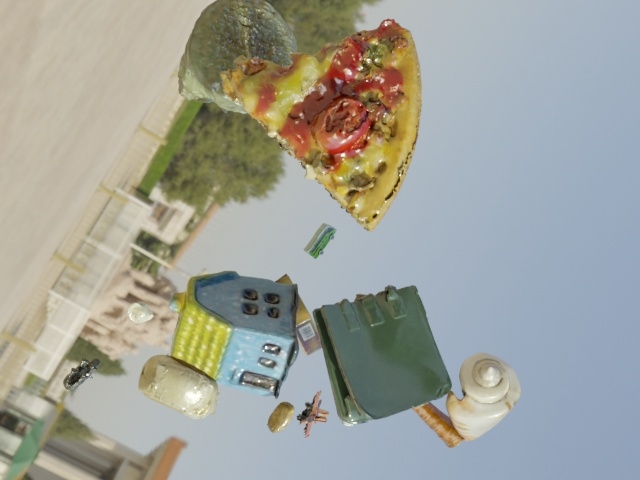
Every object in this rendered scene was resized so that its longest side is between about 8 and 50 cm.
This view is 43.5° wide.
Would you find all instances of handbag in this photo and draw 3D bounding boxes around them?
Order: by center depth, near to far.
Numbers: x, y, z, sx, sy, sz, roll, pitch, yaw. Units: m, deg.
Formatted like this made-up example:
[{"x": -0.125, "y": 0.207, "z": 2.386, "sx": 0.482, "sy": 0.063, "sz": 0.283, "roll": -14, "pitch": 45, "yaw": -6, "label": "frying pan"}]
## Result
[{"x": 0.123, "y": 0.228, "z": 1.642, "sx": 0.079, "sy": 0.247, "sz": 0.260, "roll": -39, "pitch": -115, "yaw": 53, "label": "handbag"}]

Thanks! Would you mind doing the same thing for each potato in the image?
[{"x": -0.092, "y": 0.416, "z": 1.884, "sx": 0.083, "sy": 0.040, "sz": 0.051, "roll": -51, "pitch": -124, "yaw": 7, "label": "potato"}]

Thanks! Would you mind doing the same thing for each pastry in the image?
[{"x": -0.265, "y": 0.274, "z": 1.511, "sx": 0.088, "sy": 0.165, "sz": 0.166, "roll": -65, "pitch": -167, "yaw": -8, "label": "pastry"}]

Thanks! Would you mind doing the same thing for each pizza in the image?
[{"x": -0.002, "y": -0.259, "z": 1.574, "sx": 0.130, "sy": 0.406, "sz": 0.440, "roll": 137, "pitch": -37, "yaw": -75, "label": "pizza"}]

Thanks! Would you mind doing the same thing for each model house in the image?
[{"x": -0.213, "y": 0.208, "z": 1.886, "sx": 0.216, "sy": 0.303, "sz": 0.237, "roll": -87, "pitch": -165, "yaw": -48, "label": "model house"}]

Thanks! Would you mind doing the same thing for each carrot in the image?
[{"x": 0.235, "y": 0.383, "z": 1.819, "sx": 0.057, "sy": 0.224, "sz": 0.057, "roll": -46, "pitch": -171, "yaw": 9, "label": "carrot"}]

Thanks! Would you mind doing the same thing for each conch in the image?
[{"x": 0.356, "y": 0.349, "z": 1.703, "sx": 0.127, "sy": 0.255, "sz": 0.158, "roll": 25, "pitch": -122, "yaw": 36, "label": "conch"}]

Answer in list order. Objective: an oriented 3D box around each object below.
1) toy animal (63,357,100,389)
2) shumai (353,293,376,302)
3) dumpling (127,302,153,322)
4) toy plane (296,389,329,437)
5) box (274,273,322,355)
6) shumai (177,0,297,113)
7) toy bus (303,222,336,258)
[{"x": -0.574, "y": 0.319, "z": 1.940, "sx": 0.065, "sy": 0.047, "sz": 0.136, "roll": -51, "pitch": -179, "yaw": 18, "label": "toy animal"}, {"x": 0.156, "y": 0.270, "z": 2.000, "sx": 0.222, "sy": 0.261, "sz": 0.225, "roll": -43, "pitch": -142, "yaw": -24, "label": "shumai"}, {"x": -0.537, "y": 0.214, "z": 2.381, "sx": 0.057, "sy": 0.052, "sz": 0.076, "roll": -22, "pitch": 167, "yaw": 13, "label": "dumpling"}, {"x": -0.035, "y": 0.478, "z": 2.181, "sx": 0.188, "sy": 0.062, "sz": 0.135, "roll": 9, "pitch": 95, "yaw": -64, "label": "toy plane"}, {"x": -0.066, "y": 0.215, "z": 2.277, "sx": 0.071, "sy": 0.159, "sz": 0.240, "roll": -30, "pitch": 153, "yaw": -6, "label": "box"}, {"x": -0.280, "y": -0.515, "z": 2.400, "sx": 0.323, "sy": 0.324, "sz": 0.397, "roll": -26, "pitch": -146, "yaw": 51, "label": "shumai"}, {"x": 0.000, "y": 0.000, "z": 1.827, "sx": 0.083, "sy": 0.037, "sz": 0.031, "roll": -55, "pitch": -149, "yaw": 0, "label": "toy bus"}]
